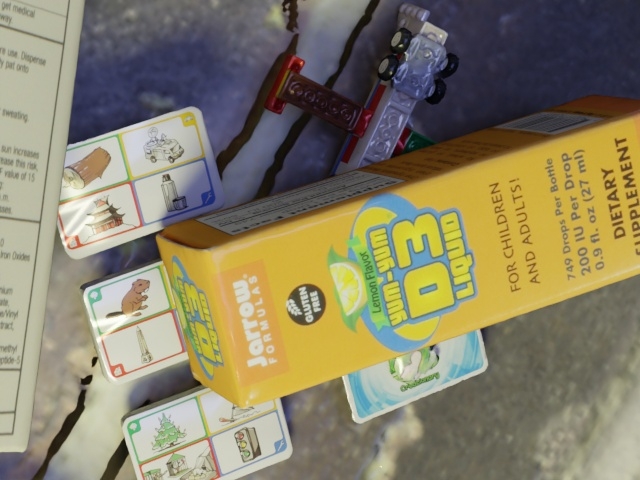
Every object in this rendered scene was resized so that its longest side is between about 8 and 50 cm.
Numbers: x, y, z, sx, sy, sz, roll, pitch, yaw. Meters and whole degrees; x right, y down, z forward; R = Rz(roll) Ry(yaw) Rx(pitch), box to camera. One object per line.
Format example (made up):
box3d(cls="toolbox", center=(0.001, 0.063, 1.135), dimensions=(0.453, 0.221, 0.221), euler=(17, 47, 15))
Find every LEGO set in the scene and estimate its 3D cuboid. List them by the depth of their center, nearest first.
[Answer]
box3d(cls="LEGO set", center=(0.000, 0.000, 0.763), dimensions=(0.244, 0.060, 0.182), euler=(-21, 110, -17))

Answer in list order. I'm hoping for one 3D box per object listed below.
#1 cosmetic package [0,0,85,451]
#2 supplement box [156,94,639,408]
box3d(cls="cosmetic package", center=(-0.187, -0.071, 0.609), dimensions=(0.153, 0.129, 0.296), euler=(12, 86, -57))
box3d(cls="supplement box", center=(0.051, 0.001, 0.712), dimensions=(0.233, 0.080, 0.078), euler=(-18, 103, -16))
